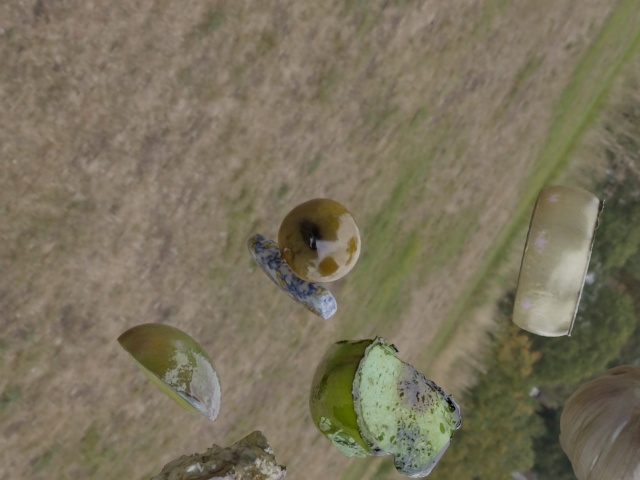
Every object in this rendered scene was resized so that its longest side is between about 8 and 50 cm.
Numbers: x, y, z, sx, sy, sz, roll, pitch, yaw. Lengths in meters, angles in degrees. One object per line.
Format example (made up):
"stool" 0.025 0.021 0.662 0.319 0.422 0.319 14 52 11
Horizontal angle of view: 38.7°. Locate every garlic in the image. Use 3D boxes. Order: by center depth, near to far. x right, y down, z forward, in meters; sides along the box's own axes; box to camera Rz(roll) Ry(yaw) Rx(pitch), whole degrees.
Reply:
"garlic" 0.620 0.372 1.714 0.322 0.322 0.241 -49 165 -22

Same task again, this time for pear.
"pear" 0.063 0.270 1.520 0.255 0.238 0.164 -1 -126 55

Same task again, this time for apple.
"apple" -0.268 0.261 1.802 0.120 0.193 0.265 -48 129 -9

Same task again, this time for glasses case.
"glasses case" -0.060 0.071 1.845 0.065 0.248 0.087 -41 142 -16

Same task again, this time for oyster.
"oyster" -0.165 0.397 1.330 0.107 0.201 0.354 -60 -179 39

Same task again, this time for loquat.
"loquat" 0.000 0.000 1.609 0.163 0.163 0.137 -44 161 -35

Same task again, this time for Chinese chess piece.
"Chinese chess piece" 0.419 0.036 1.612 0.270 0.112 0.270 13 90 -74
